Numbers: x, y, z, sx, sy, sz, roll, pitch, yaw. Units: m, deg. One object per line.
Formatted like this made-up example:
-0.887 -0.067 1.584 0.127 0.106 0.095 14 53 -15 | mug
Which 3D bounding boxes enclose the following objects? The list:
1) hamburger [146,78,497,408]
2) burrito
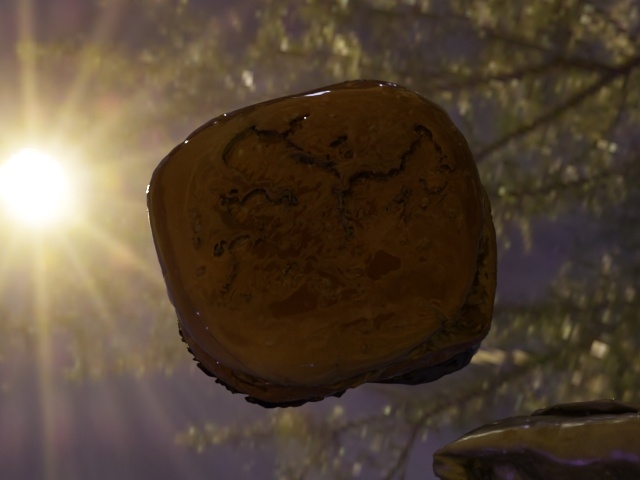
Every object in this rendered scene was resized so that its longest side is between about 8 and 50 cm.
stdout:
0.007 0.002 1.640 0.304 0.174 0.284 -16 -117 -2 | hamburger
0.171 0.122 1.049 0.226 0.087 0.060 -7 -107 32 | burrito
